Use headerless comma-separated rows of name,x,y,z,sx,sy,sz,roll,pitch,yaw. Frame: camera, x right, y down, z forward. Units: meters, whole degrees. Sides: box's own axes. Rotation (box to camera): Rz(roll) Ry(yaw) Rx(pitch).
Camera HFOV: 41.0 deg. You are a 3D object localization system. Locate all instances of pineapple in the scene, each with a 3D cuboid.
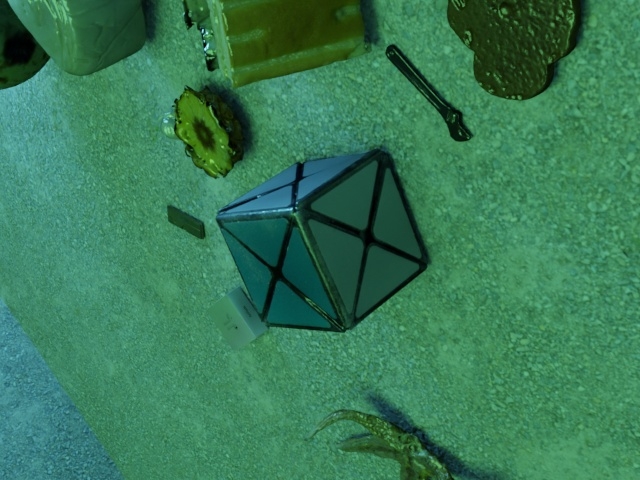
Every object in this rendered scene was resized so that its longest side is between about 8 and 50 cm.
pineapple,-0.229,-0.234,1.810,0.225,0.076,0.225,31,138,33

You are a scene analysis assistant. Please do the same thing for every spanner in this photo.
spanner,0.176,-0.242,1.411,0.208,0.012,0.046,49,144,9

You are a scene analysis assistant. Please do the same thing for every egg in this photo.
egg,-0.763,-0.554,1.938,0.345,0.345,0.428,25,123,34

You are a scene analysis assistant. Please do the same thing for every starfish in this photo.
starfish,0.161,0.503,1.897,0.398,0.132,0.384,30,145,11

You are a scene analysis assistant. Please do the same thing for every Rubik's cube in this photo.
Rubik's cube,0.000,0.000,1.584,0.259,0.255,0.260,-7,111,49

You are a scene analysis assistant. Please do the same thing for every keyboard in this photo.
keyboard,-0.334,-0.046,2.120,0.129,0.015,0.049,26,129,34

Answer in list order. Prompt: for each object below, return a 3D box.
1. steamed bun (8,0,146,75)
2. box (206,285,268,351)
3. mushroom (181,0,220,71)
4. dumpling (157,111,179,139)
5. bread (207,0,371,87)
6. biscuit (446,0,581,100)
steamed bun,-0.508,-0.548,1.739,0.383,0.247,0.236,58,145,-1
box,-0.207,0.196,2.129,0.130,0.051,0.129,55,143,1
mushroom,-0.159,-0.443,1.500,0.189,0.164,0.267,-11,-94,-85
dumpling,-0.331,-0.261,1.934,0.077,0.043,0.059,41,119,23
bread,-0.055,-0.391,1.375,0.111,0.246,0.239,-120,19,-56
biscuit,0.272,-0.338,1.208,0.208,0.041,0.290,22,131,35
